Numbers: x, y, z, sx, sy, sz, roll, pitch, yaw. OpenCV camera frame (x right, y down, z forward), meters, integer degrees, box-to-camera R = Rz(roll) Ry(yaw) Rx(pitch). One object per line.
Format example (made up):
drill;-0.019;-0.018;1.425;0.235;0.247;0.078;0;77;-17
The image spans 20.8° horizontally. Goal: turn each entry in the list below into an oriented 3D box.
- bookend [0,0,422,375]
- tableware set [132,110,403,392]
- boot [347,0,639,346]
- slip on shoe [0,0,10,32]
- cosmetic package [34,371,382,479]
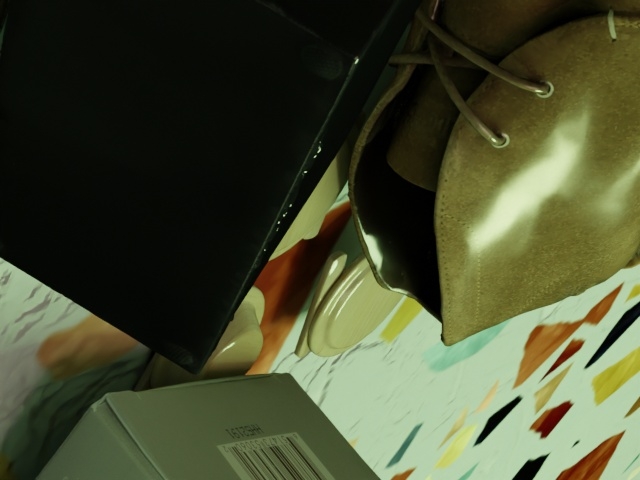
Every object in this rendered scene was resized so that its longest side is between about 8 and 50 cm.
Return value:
bookend;-0.007;-0.073;0.425;0.157;0.072;0.156;-58;179;-30
tableware set;0.000;0.000;0.650;0.169;0.020;0.141;-19;142;-49
boot;0.072;-0.066;0.551;0.115;0.112;0.305;-32;149;-19
slip on shoe;-0.101;-0.016;0.401;0.135;0.041;0.051;-56;157;18
cosmetic package;-0.082;0.167;0.639;0.238;0.107;0.127;-48;159;20
